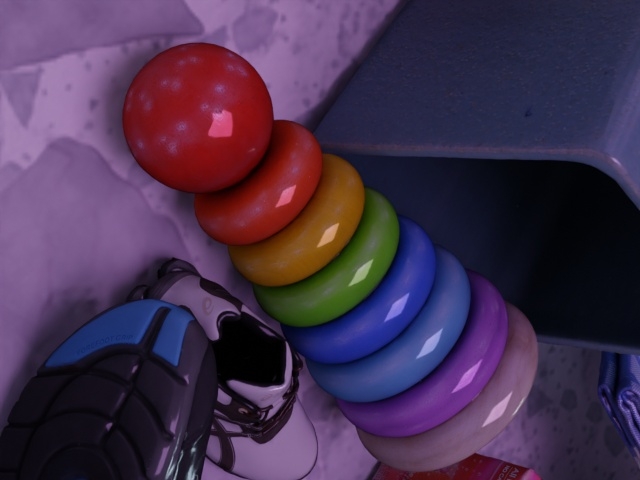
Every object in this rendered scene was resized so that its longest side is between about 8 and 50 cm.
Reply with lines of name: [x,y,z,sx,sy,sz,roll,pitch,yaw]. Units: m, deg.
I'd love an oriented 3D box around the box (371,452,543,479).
box: [0.068,0.278,1.135,0.122,0.128,0.257,49,64,-37]

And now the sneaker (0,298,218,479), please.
sneaker: [-0.126,0.195,0.991,0.139,0.125,0.341,5,107,-50]

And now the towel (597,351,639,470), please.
towel: [0.290,0.186,1.241,0.285,0.034,0.209,60,20,-11]

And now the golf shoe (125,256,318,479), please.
golf shoe: [-0.046,0.099,1.033,0.077,0.094,0.198,-51,129,-18]

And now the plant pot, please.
plant pot: [0.194,-0.091,1.090,0.247,0.248,0.252,44,64,-38]

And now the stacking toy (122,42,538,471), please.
stacking toy: [0.000,0.000,1.031,0.141,0.141,0.330,-51,122,-17]
